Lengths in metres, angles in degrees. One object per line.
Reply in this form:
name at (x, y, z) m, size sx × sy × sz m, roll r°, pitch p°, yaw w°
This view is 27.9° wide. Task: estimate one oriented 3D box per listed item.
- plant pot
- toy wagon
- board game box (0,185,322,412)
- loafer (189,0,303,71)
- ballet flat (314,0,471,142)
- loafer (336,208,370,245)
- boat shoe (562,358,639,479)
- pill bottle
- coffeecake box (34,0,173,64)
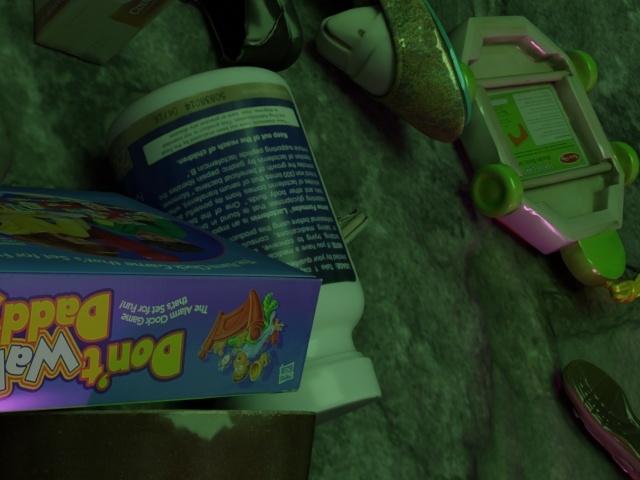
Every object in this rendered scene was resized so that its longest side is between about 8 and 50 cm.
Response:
plant pot at (-0.108, 0.221, 0.791) m, size 0.215 × 0.215 × 0.230 m, roll 7°, pitch 78°, yaw -42°
toy wagon at (0.247, -0.084, 1.400) m, size 0.267 × 0.068 × 0.344 m, roll -13°, pitch 77°, yaw -47°
board game box at (-0.207, 0.025, 0.768) m, size 0.347 × 0.233 × 0.078 m, roll 2°, pitch 103°, yaw -43°
loafer at (-0.089, -0.253, 1.159) m, size 0.078 × 0.080 × 0.220 m, roll -23°, pitch 84°, yaw -49°
ballet flat at (0.031, -0.243, 1.262) m, size 0.123 × 0.123 × 0.348 m, roll -11°, pitch 76°, yaw -47°
loafer at (0.000, 0.000, 1.128) m, size 0.039 × 0.045 × 0.125 m, roll 48°, pitch 45°, yaw -2°
boat shoe at (0.294, 0.187, 1.311) m, size 0.153 × 0.048 × 0.056 m, roll 45°, pitch 55°, yaw -6°
pill bottle at (-0.055, 0.015, 0.980) m, size 0.153 × 0.153 × 0.264 m, roll -6°, pitch 71°, yaw -46°
coffeecake box at (-0.169, -0.260, 1.038) m, size 0.068 × 0.142 × 0.185 m, roll 15°, pitch 58°, yaw -38°
